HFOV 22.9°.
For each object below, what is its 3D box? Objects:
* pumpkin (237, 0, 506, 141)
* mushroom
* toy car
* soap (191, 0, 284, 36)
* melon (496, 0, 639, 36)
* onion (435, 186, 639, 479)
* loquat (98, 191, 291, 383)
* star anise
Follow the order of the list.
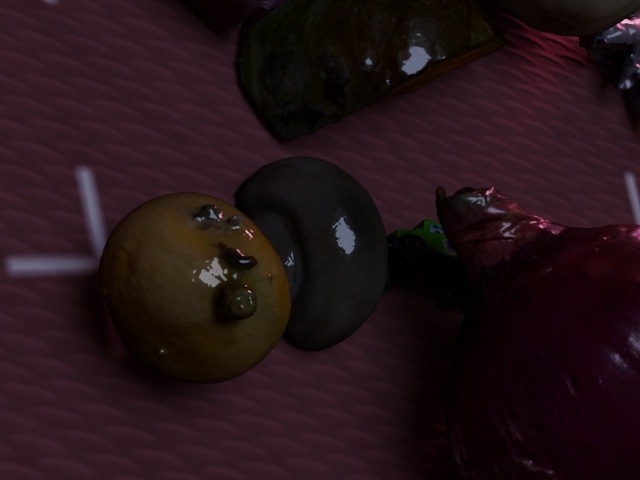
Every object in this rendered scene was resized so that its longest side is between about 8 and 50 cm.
[{"bbox_3d":[0.066,-0.233,1.618,0.312,0.148,0.169,-25,90,-43],"label":"pumpkin"},{"bbox_3d":[0.000,0.000,1.501,0.141,0.117,0.188,-7,70,-49],"label":"mushroom"},{"bbox_3d":[0.123,0.020,1.597,0.165,0.071,0.062,13,48,-30],"label":"toy car"},{"bbox_3d":[-0.121,-0.342,1.549,0.182,0.112,0.289,-22,88,-34],"label":"soap"},{"bbox_3d":[0.285,-0.379,1.762,0.271,0.272,0.308,5,54,-33],"label":"melon"},{"bbox_3d":[0.243,0.091,1.482,0.385,0.348,0.348,50,51,-3],"label":"onion"},{"bbox_3d":[-0.103,0.041,1.354,0.149,0.204,0.172,-41,108,-21],"label":"loquat"},{"bbox_3d":[0.392,-0.234,1.876,0.236,0.093,0.229,3,68,-36],"label":"star anise"}]
